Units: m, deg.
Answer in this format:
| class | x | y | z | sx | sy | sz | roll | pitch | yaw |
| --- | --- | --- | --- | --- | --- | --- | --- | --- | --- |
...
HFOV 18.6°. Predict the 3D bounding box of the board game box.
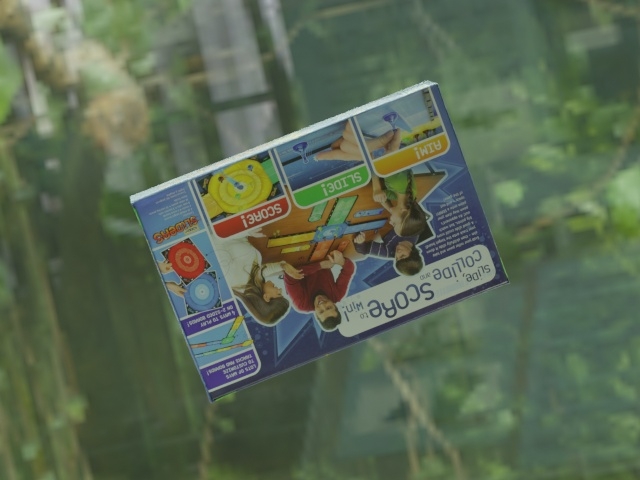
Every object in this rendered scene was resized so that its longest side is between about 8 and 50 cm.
| class | x | y | z | sx | sy | sz | roll | pitch | yaw |
| --- | --- | --- | --- | --- | --- | --- | --- | --- | --- |
| board game box | 0.000 | 0.000 | 1.209 | 0.201 | 0.136 | 0.035 | -21 | 10 | -4 |
